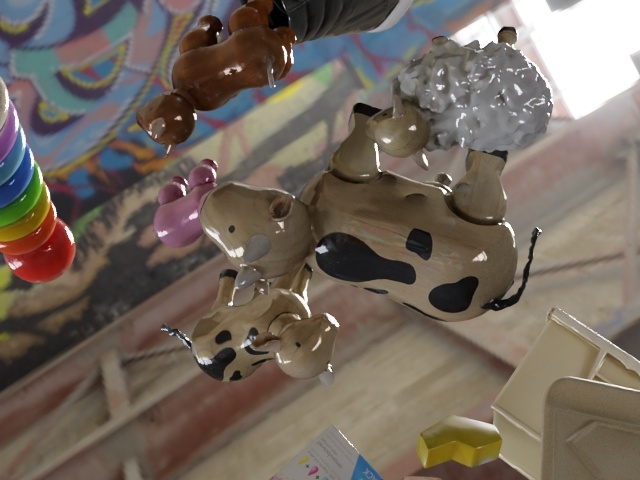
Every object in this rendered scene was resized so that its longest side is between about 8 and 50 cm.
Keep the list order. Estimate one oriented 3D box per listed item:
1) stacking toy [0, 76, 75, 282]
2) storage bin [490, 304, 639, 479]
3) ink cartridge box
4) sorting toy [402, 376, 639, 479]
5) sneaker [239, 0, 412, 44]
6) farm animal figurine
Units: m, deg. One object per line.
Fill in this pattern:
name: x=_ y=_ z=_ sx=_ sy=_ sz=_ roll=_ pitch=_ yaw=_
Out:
stacking toy: x=-0.377 y=-0.053 z=1.356 sx=0.141 sy=0.330 sz=0.141 roll=-6 pitch=-126 yaw=8
storage bin: x=0.312 y=0.222 z=1.211 sx=0.123 sy=0.260 sz=0.262 roll=-52 pitch=162 yaw=-12
ink cartridge box: x=-0.017 y=0.294 z=1.199 sx=0.181 sy=0.104 sz=0.061 roll=-41 pitch=150 yaw=-10
sorting toy: x=0.213 y=0.186 z=0.828 sx=0.307 sy=0.041 sz=0.229 roll=11 pitch=-149 yaw=7
sneaker: x=0.023 y=-0.247 z=0.851 sx=0.147 sy=0.104 sz=0.296 roll=-26 pitch=157 yaw=-31
farm animal figurine: x=0.000 y=0.000 z=0.866 sx=0.327 sy=0.330 sz=0.172 roll=5 pitch=-137 yaw=12
